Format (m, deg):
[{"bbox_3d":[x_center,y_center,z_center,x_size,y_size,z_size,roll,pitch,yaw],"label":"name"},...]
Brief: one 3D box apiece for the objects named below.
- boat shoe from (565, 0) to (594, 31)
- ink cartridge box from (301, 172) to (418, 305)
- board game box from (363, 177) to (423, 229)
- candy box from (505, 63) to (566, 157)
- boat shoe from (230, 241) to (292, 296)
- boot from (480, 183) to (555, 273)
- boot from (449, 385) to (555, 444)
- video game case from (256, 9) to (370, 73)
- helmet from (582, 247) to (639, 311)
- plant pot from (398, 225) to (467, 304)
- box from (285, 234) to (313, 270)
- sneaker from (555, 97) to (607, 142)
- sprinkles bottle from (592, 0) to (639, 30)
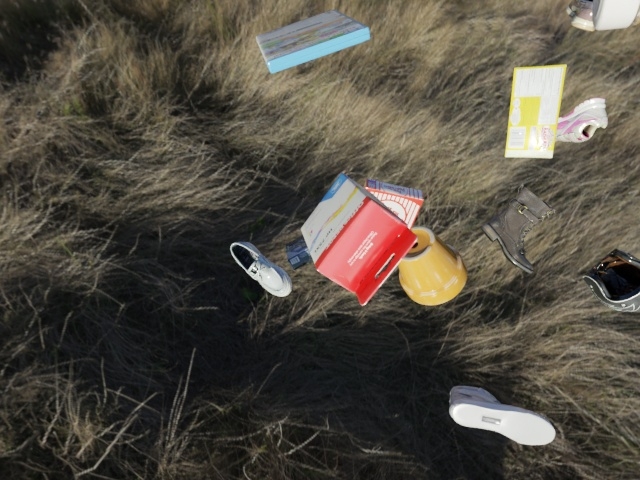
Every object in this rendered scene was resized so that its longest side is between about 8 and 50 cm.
[{"bbox_3d":[0.908,-0.792,1.403,0.102,0.092,0.285,26,46,8],"label":"boat shoe"},{"bbox_3d":[0.050,-0.013,0.666,0.078,0.134,0.231,32,12,-21],"label":"ink cartridge box"},{"bbox_3d":[0.163,-0.056,1.069,0.146,0.194,0.045,12,40,-2],"label":"board game box"},{"bbox_3d":[0.498,-0.298,0.966,0.105,0.206,0.027,6,25,21],"label":"candy box"},{"bbox_3d":[-0.180,0.082,1.193,0.227,0.081,0.079,39,101,25],"label":"boat shoe"},{"bbox_3d":[0.729,-0.039,1.461,0.229,0.091,0.263,-41,81,11],"label":"boot"},{"bbox_3d":[0.481,0.456,1.117,0.258,0.095,0.123,12,15,12],"label":"boot"},{"bbox_3d":[-0.018,-0.255,0.519,0.119,0.015,0.166,-19,37,0],"label":"video game case"},{"bbox_3d":[0.854,0.121,1.167,0.169,0.169,0.161,-29,63,-25],"label":"helmet"},{"bbox_3d":[0.318,0.062,1.258,0.205,0.188,0.205,-22,42,21],"label":"plant pot"},{"bbox_3d":[0.000,0.000,1.340,0.233,0.044,0.159,-28,17,1],"label":"box"},{"bbox_3d":[0.910,-0.400,1.495,0.103,0.252,0.111,-3,73,-23],"label":"sneaker"},{"bbox_3d":[0.618,-0.400,0.609,0.355,0.121,0.121,3,46,23],"label":"sprinkles bottle"}]
